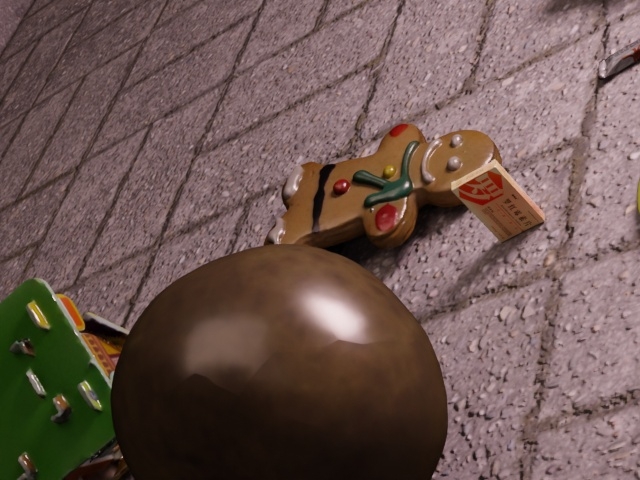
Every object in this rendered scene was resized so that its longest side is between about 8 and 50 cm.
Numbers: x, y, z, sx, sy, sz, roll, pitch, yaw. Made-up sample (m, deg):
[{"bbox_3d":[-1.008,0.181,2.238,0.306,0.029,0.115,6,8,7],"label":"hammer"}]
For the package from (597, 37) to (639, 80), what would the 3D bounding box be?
[{"bbox_3d":[0.359,-0.215,1.602,0.110,0.015,0.037,-30,31,31],"label":"package"}]

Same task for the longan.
[{"bbox_3d":[-0.035,0.151,1.338,0.319,0.319,0.319,-34,28,21],"label":"longan"}]

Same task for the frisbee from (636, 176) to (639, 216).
[{"bbox_3d":[0.402,-0.084,1.350,0.236,0.017,0.236,-34,29,22],"label":"frisbee"}]

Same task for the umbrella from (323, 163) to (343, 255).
[{"bbox_3d":[0.000,0.000,1.773,0.066,0.059,0.236,-43,22,48],"label":"umbrella"}]

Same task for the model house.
[{"bbox_3d":[-0.335,0.152,1.727,0.300,0.340,0.323,-40,-16,19],"label":"model house"}]

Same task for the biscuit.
[{"bbox_3d":[0.071,-0.067,1.704,0.301,0.049,0.197,-14,44,25],"label":"biscuit"}]

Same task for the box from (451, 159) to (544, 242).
[{"bbox_3d":[0.188,-0.041,1.513,0.058,0.093,0.015,-27,34,31],"label":"box"}]
